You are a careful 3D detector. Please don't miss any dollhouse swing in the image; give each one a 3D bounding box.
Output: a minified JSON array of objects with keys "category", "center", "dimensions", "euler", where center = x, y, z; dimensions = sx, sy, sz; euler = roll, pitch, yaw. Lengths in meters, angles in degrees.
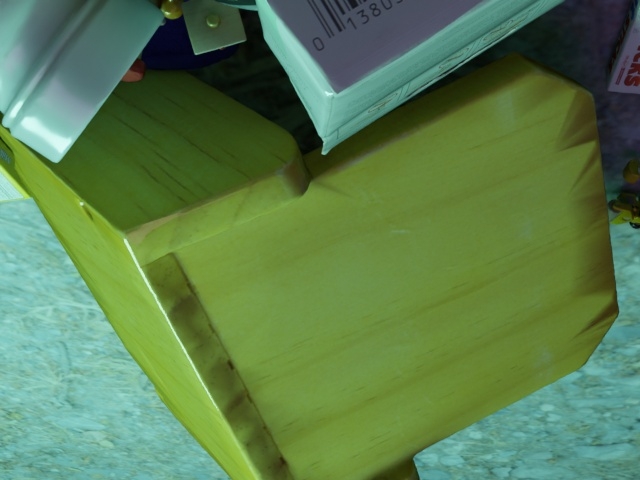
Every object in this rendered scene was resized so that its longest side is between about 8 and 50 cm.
[{"category":"dollhouse swing","center":[0.000,0.000,0.762],"dimensions":[0.315,0.305,0.347],"euler":[35,156,45]}]

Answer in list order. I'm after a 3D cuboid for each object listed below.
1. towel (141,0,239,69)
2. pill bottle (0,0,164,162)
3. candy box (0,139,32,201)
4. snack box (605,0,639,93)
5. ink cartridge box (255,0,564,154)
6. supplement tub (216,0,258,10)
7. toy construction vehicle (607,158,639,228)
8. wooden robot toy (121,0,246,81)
[{"category":"towel","center":[-0.193,-0.213,0.571],"dimensions":[0.227,0.076,0.308],"euler":[-8,144,9]},{"category":"pill bottle","center":[-0.187,-0.138,0.454],"dimensions":[0.221,0.124,0.124],"euler":[36,139,-15]},{"category":"candy box","center":[-0.329,-0.096,0.802],"dimensions":[0.105,0.027,0.206],"euler":[-4,145,19]},{"category":"snack box","center":[0.233,-0.157,0.618],"dimensions":[0.064,0.022,0.178],"euler":[6,147,3]},{"category":"ink cartridge box","center":[0.064,-0.114,0.441],"dimensions":[0.181,0.056,0.225],"euler":[-32,-178,0]},{"category":"supplement tub","center":[-0.058,-0.216,0.389],"dimensions":[0.193,0.194,0.316],"euler":[-19,154,33]},{"category":"toy construction vehicle","center":[0.280,-0.033,0.793],"dimensions":[0.098,0.035,0.086],"euler":[10,157,0]},{"category":"wooden robot toy","center":[-0.123,-0.127,0.568],"dimensions":[0.173,0.076,0.079],"euler":[10,176,2]}]
